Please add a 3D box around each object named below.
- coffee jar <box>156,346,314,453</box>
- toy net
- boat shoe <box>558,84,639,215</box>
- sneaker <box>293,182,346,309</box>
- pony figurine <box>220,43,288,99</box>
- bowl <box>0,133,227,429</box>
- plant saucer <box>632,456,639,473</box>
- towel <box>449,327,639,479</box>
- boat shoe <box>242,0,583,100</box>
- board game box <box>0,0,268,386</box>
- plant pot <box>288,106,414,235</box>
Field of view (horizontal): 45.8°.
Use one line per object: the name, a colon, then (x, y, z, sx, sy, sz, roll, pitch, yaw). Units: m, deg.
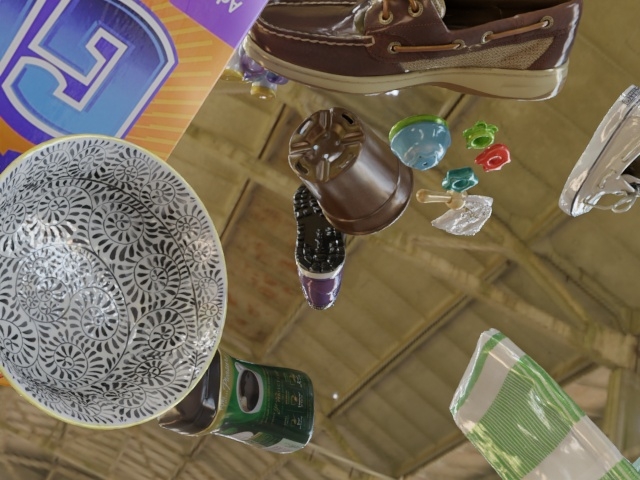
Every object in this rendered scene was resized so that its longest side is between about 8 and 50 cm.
coffee jar: (-0.093, 0.173, 0.830, 0.079, 0.096, 0.184, -21, -34, 36)
toy net: (0.168, -0.077, 0.899, 0.122, 0.045, 0.232, -17, -30, 16)
boat shoe: (0.596, -0.135, 1.485, 0.156, 0.136, 0.367, 40, -27, 19)
sneaker: (0.000, 0.000, 1.351, 0.107, 0.283, 0.124, 4, -48, 5)
pony figurine: (-0.096, -0.404, 1.126, 0.302, 0.364, 0.351, 9, -2, -26)
bowl: (-0.146, 0.028, 0.461, 0.080, 0.170, 0.170, -14, -51, 42)
plant saucer: (0.427, 0.246, 0.874, 0.067, 0.018, 0.192, 38, -66, 11)
towel: (0.258, 0.258, 0.783, 0.325, 0.038, 0.248, 52, -19, 26)
boat shoe: (0.094, -0.223, 0.759, 0.341, 0.123, 0.123, 6, -45, -2)
board game box: (-0.333, -0.169, 0.548, 0.356, 0.357, 0.356, 27, 10, -46)
plant pot: (0.041, -0.113, 1.181, 0.166, 0.167, 0.165, 1, -20, 27)
